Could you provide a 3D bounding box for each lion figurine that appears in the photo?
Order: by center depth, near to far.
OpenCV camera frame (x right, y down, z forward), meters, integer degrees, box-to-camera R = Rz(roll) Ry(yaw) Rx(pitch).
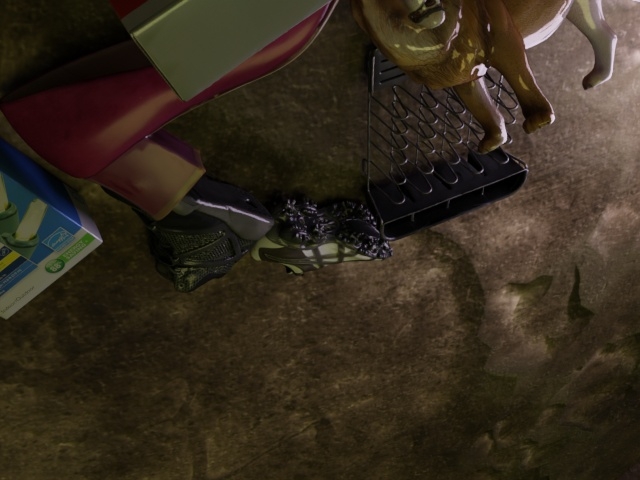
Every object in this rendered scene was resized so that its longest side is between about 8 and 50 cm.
[{"bbox_3d":[0.214,-0.250,1.107,0.392,0.240,0.142,-31,-175,-30],"label":"lion figurine"}]

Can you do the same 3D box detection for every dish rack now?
[{"bbox_3d":[0.145,-0.140,1.228,0.208,0.074,0.271,-22,140,-18],"label":"dish rack"}]

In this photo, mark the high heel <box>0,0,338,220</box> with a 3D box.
[{"bbox_3d":[-0.114,-0.204,0.953,0.181,0.127,0.377,35,94,-24],"label":"high heel"}]

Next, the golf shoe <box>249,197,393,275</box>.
[{"bbox_3d":[0.000,0.000,1.288,0.198,0.077,0.094,12,141,-41],"label":"golf shoe"}]

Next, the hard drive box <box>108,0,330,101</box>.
[{"bbox_3d":[-0.069,-0.251,0.865,0.232,0.181,0.089,-36,142,1],"label":"hard drive box"}]

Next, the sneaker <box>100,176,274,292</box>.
[{"bbox_3d":[-0.160,-0.011,1.131,0.130,0.087,0.228,-53,145,13],"label":"sneaker"}]

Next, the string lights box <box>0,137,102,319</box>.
[{"bbox_3d":[-0.339,-0.038,0.979,0.133,0.076,0.260,-39,142,8],"label":"string lights box"}]
